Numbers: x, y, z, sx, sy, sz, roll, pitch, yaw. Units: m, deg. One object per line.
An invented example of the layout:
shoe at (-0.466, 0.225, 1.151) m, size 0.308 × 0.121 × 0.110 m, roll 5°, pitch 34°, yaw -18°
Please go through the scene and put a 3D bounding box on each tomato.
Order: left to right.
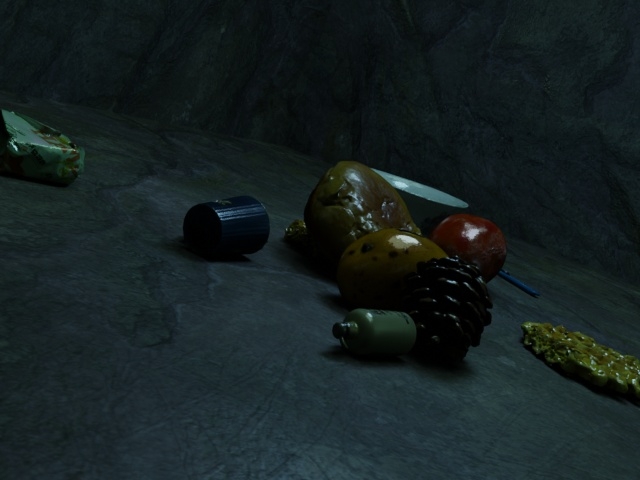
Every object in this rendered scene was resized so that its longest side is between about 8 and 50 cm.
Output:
tomato at (0.409, 0.021, 2.137) m, size 0.231 × 0.189 × 0.232 m, roll 1°, pitch 35°, yaw -1°

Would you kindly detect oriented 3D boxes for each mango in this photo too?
mango at (0.176, 0.076, 1.588) m, size 0.290 × 0.191 × 0.160 m, roll 20°, pitch 17°, yaw -18°

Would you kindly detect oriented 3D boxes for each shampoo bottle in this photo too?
shampoo bottle at (0.086, 0.157, 1.294) m, size 0.162 × 0.079 × 0.079 m, roll 10°, pitch 14°, yaw -40°

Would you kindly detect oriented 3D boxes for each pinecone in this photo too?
pinecone at (0.235, 0.133, 1.422) m, size 0.184 × 0.179 × 0.205 m, roll 35°, pitch 46°, yaw -31°

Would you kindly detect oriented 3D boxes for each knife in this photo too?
knife at (0.636, 0.127, 2.492) m, size 0.044 × 0.026 × 0.296 m, roll 26°, pitch 6°, yaw -25°

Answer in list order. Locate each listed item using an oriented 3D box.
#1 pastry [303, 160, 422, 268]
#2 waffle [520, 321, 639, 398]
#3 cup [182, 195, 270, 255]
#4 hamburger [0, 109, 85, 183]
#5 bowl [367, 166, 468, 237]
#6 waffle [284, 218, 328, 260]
pastry at (0.113, -0.039, 1.846) m, size 0.356 × 0.164 × 0.356 m, roll 29°, pitch 35°, yaw -23°
waffle at (0.592, 0.261, 1.677) m, size 0.307 × 0.060 × 0.312 m, roll 20°, pitch 9°, yaw 13°
cup at (-0.221, -0.026, 1.628) m, size 0.176 × 0.131 × 0.155 m, roll -9°, pitch -1°, yaw 31°
hamburger at (-0.672, -0.216, 1.787) m, size 0.214 × 0.125 × 0.235 m, roll 16°, pitch 13°, yaw -43°
bowl at (0.262, -0.099, 2.542) m, size 0.434 × 0.196 × 0.435 m, roll 18°, pitch 10°, yaw -3°
waffle at (0.000, 0.000, 1.969) m, size 0.197 × 0.070 × 0.193 m, roll 13°, pitch 12°, yaw -14°
